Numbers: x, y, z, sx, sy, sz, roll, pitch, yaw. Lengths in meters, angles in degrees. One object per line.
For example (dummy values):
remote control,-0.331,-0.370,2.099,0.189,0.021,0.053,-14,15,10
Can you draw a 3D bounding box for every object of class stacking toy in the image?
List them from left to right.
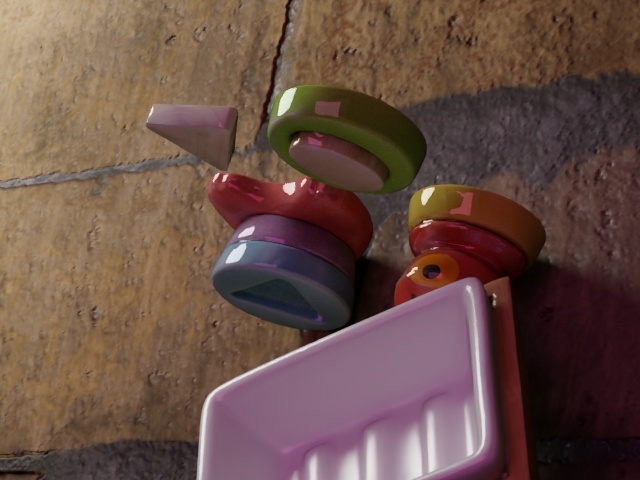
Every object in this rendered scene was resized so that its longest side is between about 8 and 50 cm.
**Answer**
stacking toy,0.000,0.000,1.591,0.309,0.279,0.130,-2,60,38

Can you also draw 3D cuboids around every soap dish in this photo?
soap dish,0.041,0.175,1.478,0.291,0.118,0.229,-26,36,21
